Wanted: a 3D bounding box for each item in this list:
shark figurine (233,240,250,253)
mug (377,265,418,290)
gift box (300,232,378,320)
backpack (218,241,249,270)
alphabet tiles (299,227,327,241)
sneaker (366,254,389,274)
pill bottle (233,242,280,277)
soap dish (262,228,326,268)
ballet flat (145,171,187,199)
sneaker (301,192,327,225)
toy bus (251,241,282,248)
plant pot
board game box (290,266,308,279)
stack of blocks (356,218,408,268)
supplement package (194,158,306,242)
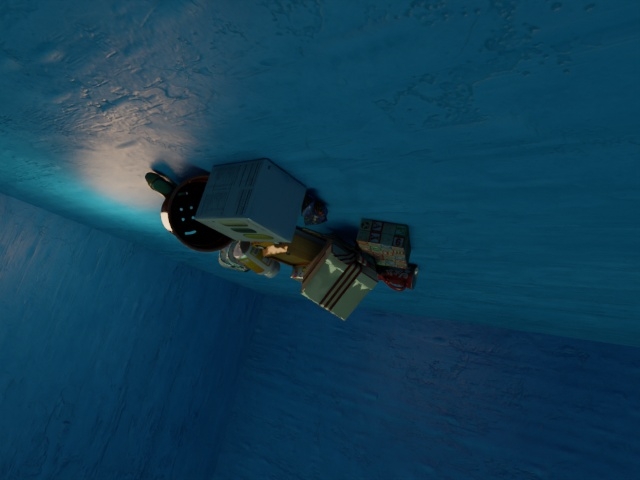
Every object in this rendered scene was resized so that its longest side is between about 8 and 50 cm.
[{"bbox_3d":[-0.414,-0.066,2.004,0.279,0.166,0.116,27,144,20],"label":"shark figurine"},{"bbox_3d":[0.355,0.161,2.004,0.170,0.113,0.150,12,-169,25],"label":"mug"},{"bbox_3d":[0.068,0.126,1.744,0.277,0.258,0.255,33,-162,-15],"label":"gift box"},{"bbox_3d":[-0.467,0.079,2.373,0.189,0.165,0.144,13,164,-6],"label":"backpack"},{"bbox_3d":[0.000,0.000,1.964,0.238,0.009,0.198,19,164,-17],"label":"alphabet tiles"},{"bbox_3d":[0.179,0.100,1.994,0.277,0.097,0.135,12,171,-3],"label":"sneaker"},{"bbox_3d":[-0.331,0.097,2.285,0.137,0.136,0.246,-1,146,45],"label":"pill bottle"},{"bbox_3d":[-0.121,0.043,1.988,0.229,0.118,0.291,23,161,-29],"label":"soap dish"},{"bbox_3d":[-0.609,-0.206,1.706,0.073,0.080,0.232,39,172,25],"label":"ballet flat"},{"bbox_3d":[-0.019,-0.110,1.489,0.087,0.083,0.221,-1,169,4],"label":"sneaker"},{"bbox_3d":[-0.236,-0.045,1.827,0.130,0.108,0.333,22,163,-24],"label":"toy bus"},{"bbox_3d":[-0.461,-0.100,1.598,0.273,0.272,0.265,24,170,-31],"label":"plant pot"},{"bbox_3d":[-0.002,0.162,2.282,0.276,0.144,0.142,-1,158,42],"label":"board game box"},{"bbox_3d":[0.251,0.020,1.651,0.171,0.087,0.297,10,164,18],"label":"stack of blocks"},{"bbox_3d":[-0.224,-0.119,1.383,0.263,0.197,0.199,1,159,39],"label":"supplement package"}]
